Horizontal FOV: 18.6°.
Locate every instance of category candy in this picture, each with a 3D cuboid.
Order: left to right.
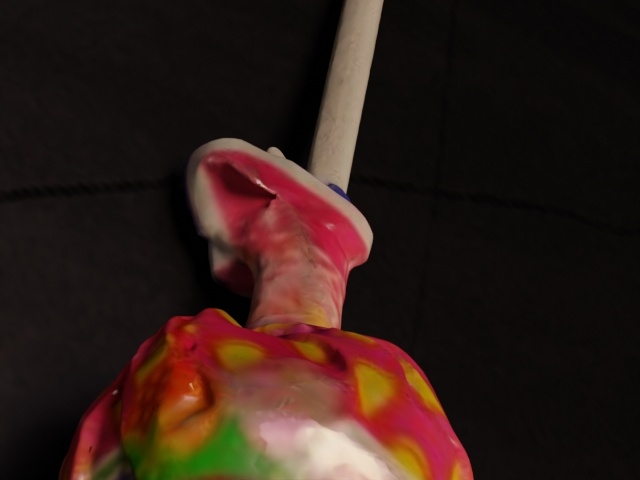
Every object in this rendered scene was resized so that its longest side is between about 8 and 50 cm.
[{"bbox_3d":[0.000,0.000,0.629,0.124,0.124,0.365,37,37,-21],"label":"candy"}]
